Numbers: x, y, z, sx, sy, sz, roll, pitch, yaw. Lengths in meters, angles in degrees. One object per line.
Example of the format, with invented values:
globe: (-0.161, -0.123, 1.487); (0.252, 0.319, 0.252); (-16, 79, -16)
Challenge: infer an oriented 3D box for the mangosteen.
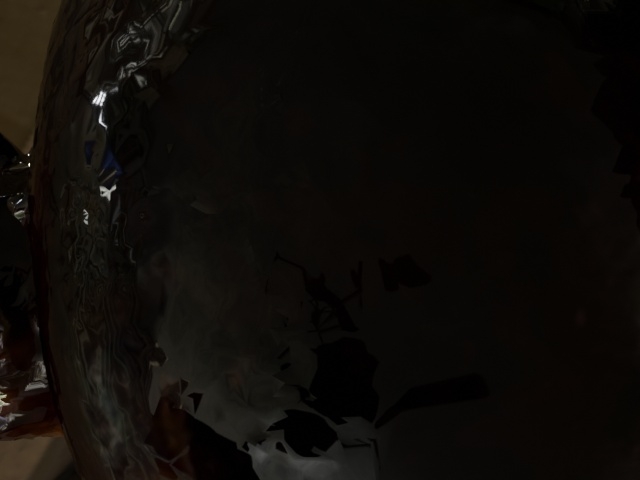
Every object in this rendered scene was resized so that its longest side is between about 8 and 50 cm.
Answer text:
mangosteen: (0.000, 0.000, 0.432); (0.261, 0.235, 0.235); (-8, -80, 14)
